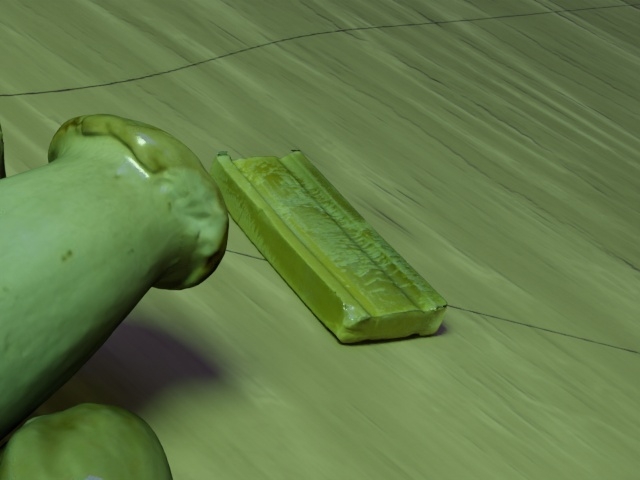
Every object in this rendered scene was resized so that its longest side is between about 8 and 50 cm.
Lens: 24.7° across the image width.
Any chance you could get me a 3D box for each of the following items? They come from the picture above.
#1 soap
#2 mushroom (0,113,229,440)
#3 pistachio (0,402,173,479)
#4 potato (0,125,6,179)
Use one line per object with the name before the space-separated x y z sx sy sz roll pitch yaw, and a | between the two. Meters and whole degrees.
soap | 0.000 0.001 1.193 0.092 0.037 0.252 -4 34 -31
mushroom | -0.221 0.063 0.797 0.137 0.154 0.407 42 47 13
pistachio | -0.125 0.161 0.771 0.108 0.126 0.185 -27 33 8
potato | -0.320 -0.080 0.961 0.289 0.237 0.301 29 30 25
